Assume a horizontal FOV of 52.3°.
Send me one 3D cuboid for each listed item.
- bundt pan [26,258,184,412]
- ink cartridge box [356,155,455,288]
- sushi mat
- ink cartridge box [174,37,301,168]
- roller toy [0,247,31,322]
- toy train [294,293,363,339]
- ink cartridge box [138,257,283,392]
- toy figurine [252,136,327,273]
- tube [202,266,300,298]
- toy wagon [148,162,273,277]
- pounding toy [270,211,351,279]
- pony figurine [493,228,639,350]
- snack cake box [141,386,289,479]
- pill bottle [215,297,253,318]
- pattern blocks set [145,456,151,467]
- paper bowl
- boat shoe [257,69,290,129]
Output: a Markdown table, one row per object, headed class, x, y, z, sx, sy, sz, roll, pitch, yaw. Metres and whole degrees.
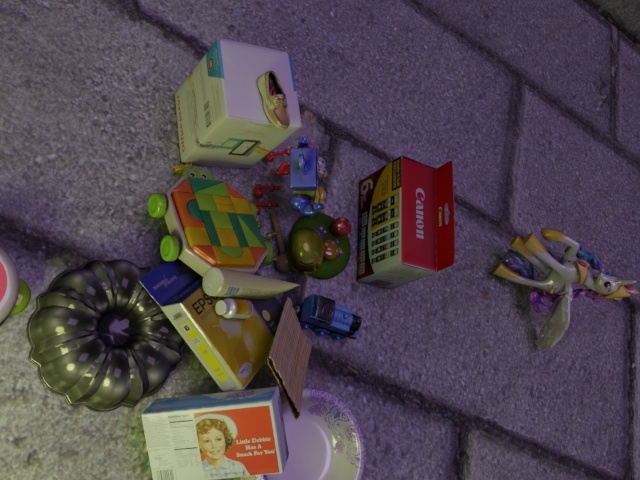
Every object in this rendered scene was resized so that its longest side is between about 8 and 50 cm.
| class | x | y | z | sx | sy | sz | roll | pitch | yaw |
| --- | --- | --- | --- | --- | --- | --- | --- | --- | --- |
| bundt pan | -0.424 | 0.186 | 1.354 | 0.331 | 0.124 | 0.330 | 11 | 69 | -30 |
| ink cartridge box | 0.226 | -0.054 | 1.760 | 0.130 | 0.272 | 0.309 | 14 | 66 | -28 |
| sushi mat | -0.063 | 0.250 | 1.457 | 0.316 | 0.019 | 0.151 | -77 | 144 | -72 |
| ink cartridge box | -0.207 | -0.317 | 1.575 | 0.197 | 0.270 | 0.198 | 1 | 73 | -34 |
| roller toy | -0.670 | 0.093 | 1.213 | 0.191 | 0.146 | 0.209 | 51 | 55 | -7 |
| toy train | 0.025 | 0.197 | 1.647 | 0.184 | 0.105 | 0.080 | 23 | 63 | -24 |
| ink cartridge box | -0.214 | 0.142 | 1.457 | 0.307 | 0.072 | 0.303 | 57 | 27 | -8 |
| toy figurine | -0.071 | -0.123 | 1.585 | 0.192 | 0.217 | 0.362 | 4 | 66 | -4 |
| tube | -0.155 | 0.102 | 1.442 | 0.240 | 0.070 | 0.062 | 14 | 98 | -51 |
| toy wagon | -0.259 | -0.060 | 1.507 | 0.267 | 0.068 | 0.344 | 4 | 52 | -42 |
| pounding toy | 0.000 | 0.000 | 1.697 | 0.237 | 0.110 | 0.182 | 4 | 71 | -32 |
| pony figurine | 0.734 | 0.131 | 2.017 | 0.364 | 0.351 | 0.302 | 30 | 54 | 1 |
| snack cake box | -0.207 | 0.387 | 1.301 | 0.265 | 0.089 | 0.152 | -7 | 96 | 6 |
| pill bottle | -0.184 | 0.144 | 1.385 | 0.083 | 0.043 | 0.043 | 14 | 64 | -56 |
| pattern blocks set | -0.342 | 0.602 | 1.320 | 0.285 | 0.026 | 0.324 | 43 | 56 | -13 |
| paper bowl | -0.054 | 0.482 | 1.472 | 0.285 | 0.148 | 0.284 | 11 | 68 | -30 |
| boat shoe | -0.099 | -0.312 | 1.446 | 0.050 | 0.045 | 0.135 | -21 | 86 | -37 |
